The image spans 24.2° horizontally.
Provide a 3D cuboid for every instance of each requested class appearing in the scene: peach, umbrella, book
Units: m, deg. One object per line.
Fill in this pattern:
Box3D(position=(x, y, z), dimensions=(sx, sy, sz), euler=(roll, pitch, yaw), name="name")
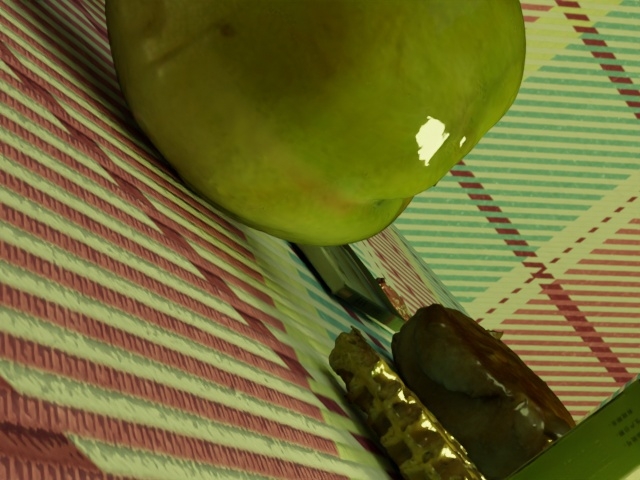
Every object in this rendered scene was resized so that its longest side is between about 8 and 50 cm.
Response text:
Box3D(position=(-0.001, -0.161, 1.110), dimensions=(0.316, 0.281, 0.314), euler=(62, 24, 1), name="peach")
Box3D(position=(0.102, 0.092, 1.859), dimensions=(0.165, 0.025, 0.027), euler=(52, -17, -16), name="umbrella")
Box3D(position=(0.000, 0.000, 1.571), dimensions=(0.201, 0.026, 0.289), euler=(54, 5, 17), name="book")

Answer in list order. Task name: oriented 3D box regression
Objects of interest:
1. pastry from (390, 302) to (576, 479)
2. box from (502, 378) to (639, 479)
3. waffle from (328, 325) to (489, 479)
Box3D(position=(0.162, 0.156, 1.460), dimensions=(0.218, 0.100, 0.229), euler=(48, 11, 25), name="pastry")
Box3D(position=(0.238, 0.224, 1.240), dimensions=(0.062, 0.175, 0.260), euler=(56, 7, 33), name="box")
Box3D(position=(0.066, 0.141, 1.025), dimensions=(0.192, 0.046, 0.160), euler=(51, 4, 10), name="waffle")
